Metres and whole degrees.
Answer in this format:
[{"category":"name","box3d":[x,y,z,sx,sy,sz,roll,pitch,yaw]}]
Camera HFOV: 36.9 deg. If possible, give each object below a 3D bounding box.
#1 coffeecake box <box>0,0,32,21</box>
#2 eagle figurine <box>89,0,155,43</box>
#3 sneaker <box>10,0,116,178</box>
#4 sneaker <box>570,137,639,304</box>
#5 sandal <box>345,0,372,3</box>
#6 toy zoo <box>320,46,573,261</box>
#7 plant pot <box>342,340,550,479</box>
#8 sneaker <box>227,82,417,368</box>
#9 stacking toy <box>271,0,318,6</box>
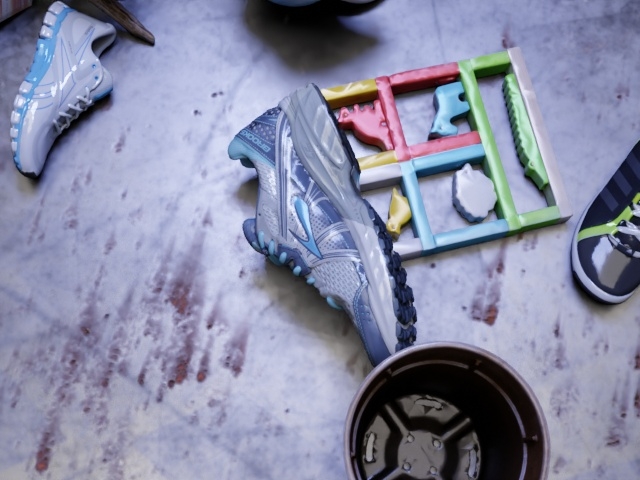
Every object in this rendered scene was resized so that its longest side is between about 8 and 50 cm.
[{"category":"coffeecake box","box3d":[-0.412,-0.264,0.968,0.142,0.068,0.185,45,60,10]},{"category":"eagle figurine","box3d":[-0.215,-0.396,0.977,0.225,0.226,0.298,20,79,23]},{"category":"sneaker","box3d":[-0.256,-0.150,0.970,0.083,0.071,0.191,14,75,-4]},{"category":"sneaker","box3d":[0.321,-0.049,0.941,0.084,0.097,0.235,28,76,6]},{"category":"sandal","box3d":[0.071,-0.457,0.984,0.169,0.102,0.416,15,93,-13]},{"category":"toy zoo","box3d":[0.089,-0.078,0.977,0.293,0.030,0.192,-12,76,-5]},{"category":"plant pot","box3d":[0.098,0.182,0.837,0.167,0.165,0.167,0,76,-2]},{"category":"sneaker","box3d":[0.000,0.000,0.900,0.122,0.110,0.283,-25,71,9]},{"category":"stacking toy","box3d":[-0.002,-0.399,0.929,0.279,0.130,0.309,-29,106,-15]}]
